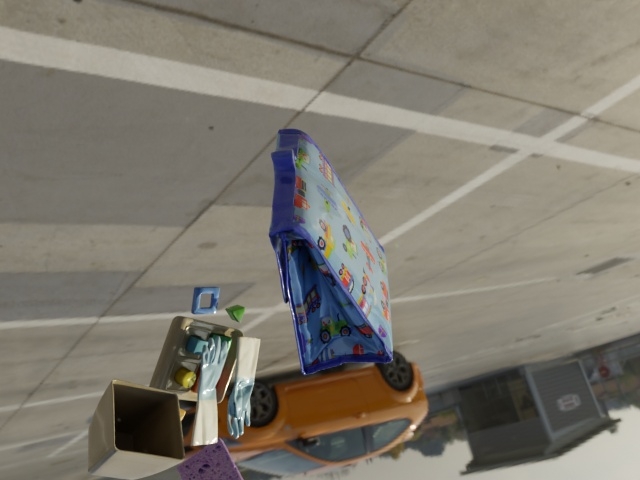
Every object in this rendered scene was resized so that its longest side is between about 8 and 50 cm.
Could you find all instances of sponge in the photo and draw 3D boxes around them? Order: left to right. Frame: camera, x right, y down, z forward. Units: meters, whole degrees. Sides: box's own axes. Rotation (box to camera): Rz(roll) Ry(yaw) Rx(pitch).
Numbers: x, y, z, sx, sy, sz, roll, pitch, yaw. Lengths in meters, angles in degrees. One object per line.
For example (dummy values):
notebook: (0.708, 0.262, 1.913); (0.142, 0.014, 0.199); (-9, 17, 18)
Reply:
sponge: (-0.224, 0.558, 1.326); (0.117, 0.210, 0.031); (-32, 145, -12)

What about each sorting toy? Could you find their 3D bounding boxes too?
sorting toy: (-0.268, 0.277, 1.351); (0.047, 0.348, 0.196); (13, 172, 46)

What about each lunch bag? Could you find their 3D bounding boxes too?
lunch bag: (0.000, 0.000, 0.816); (0.138, 0.221, 0.293); (-12, 129, 12)

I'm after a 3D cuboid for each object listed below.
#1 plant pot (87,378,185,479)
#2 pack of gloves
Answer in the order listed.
plant pot: (-0.268, 0.276, 0.842); (0.109, 0.109, 0.096); (27, 120, -38)
pack of gloves: (-0.221, 0.329, 1.345); (0.046, 0.232, 0.195); (0, 169, 30)
